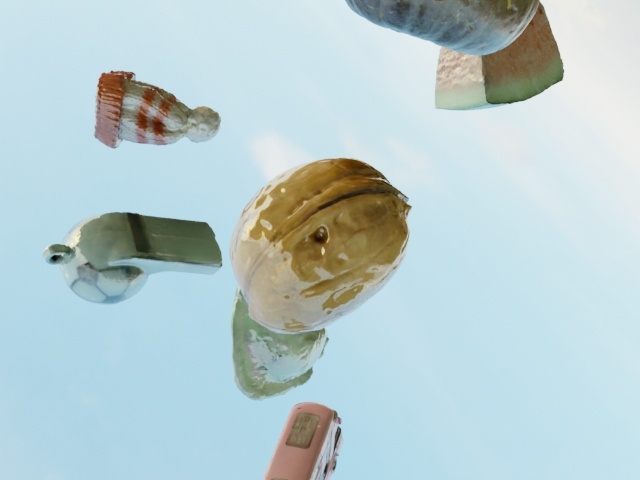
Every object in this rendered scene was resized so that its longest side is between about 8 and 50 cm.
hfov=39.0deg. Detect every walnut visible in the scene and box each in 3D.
[{"bbox_3d":[0.000,0.000,0.827,0.144,0.180,0.144,59,179,1],"label":"walnut"}]

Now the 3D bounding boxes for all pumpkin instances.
[{"bbox_3d":[0.130,-0.291,0.963,0.219,0.162,0.219,13,-166,-3],"label":"pumpkin"}]

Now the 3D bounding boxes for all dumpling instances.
[{"bbox_3d":[-0.065,0.144,1.304,0.216,0.105,0.149,46,-147,-39],"label":"dumpling"}]

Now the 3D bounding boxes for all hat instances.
[{"bbox_3d":[-0.215,-0.165,1.204,0.163,0.112,0.093,15,-133,-5],"label":"hat"}]

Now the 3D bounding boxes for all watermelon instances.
[{"bbox_3d":[0.270,-0.339,1.419,0.193,0.140,0.256,-17,-77,-41],"label":"watermelon"}]

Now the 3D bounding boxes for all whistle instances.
[{"bbox_3d":[-0.324,0.033,1.504,0.290,0.163,0.163,8,-139,-42],"label":"whistle"}]

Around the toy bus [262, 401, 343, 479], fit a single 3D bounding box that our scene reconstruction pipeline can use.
[{"bbox_3d":[-0.028,0.281,1.030,0.063,0.090,0.203,6,-137,18],"label":"toy bus"}]
